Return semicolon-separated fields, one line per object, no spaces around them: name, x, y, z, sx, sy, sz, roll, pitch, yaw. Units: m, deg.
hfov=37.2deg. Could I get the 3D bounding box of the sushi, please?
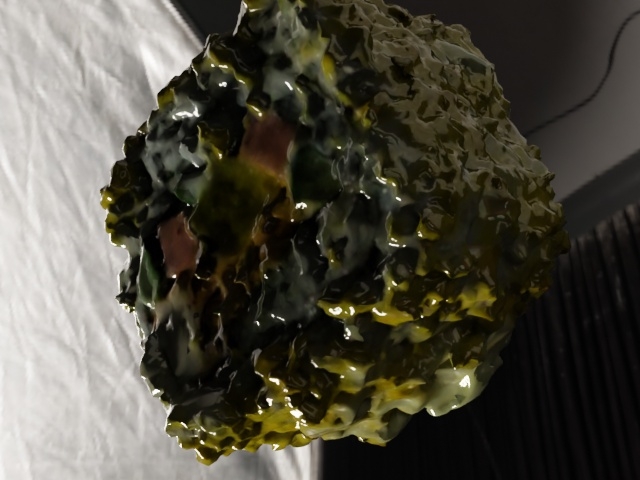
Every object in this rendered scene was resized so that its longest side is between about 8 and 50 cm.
sushi;0.000;0.000;0.842;0.240;0.351;0.396;6;139;-49
